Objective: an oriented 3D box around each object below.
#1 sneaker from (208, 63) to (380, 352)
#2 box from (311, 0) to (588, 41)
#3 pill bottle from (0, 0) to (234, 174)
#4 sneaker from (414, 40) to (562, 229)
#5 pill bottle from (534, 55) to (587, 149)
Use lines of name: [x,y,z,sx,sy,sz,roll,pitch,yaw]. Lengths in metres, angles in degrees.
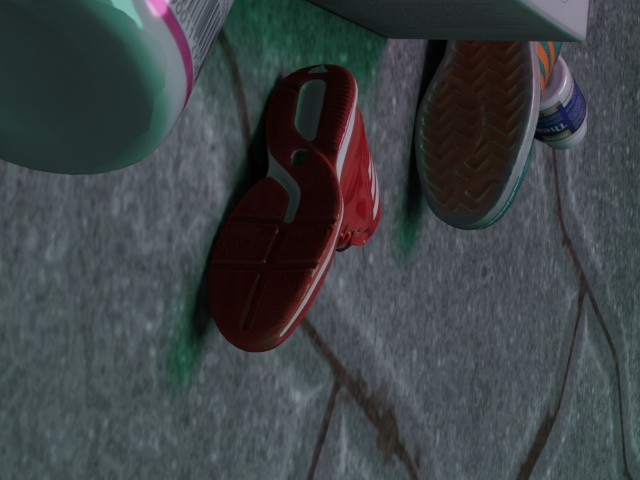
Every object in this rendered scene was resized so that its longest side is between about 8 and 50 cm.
sneaker: [0.000,0.000,1.063,0.128,0.087,0.221,59,43,-49]
box: [0.068,-0.271,1.071,0.345,0.168,0.215,9,85,-66]
pill bottle: [-0.096,-0.185,0.739,0.160,0.160,0.283,65,37,-46]
sneaker: [0.161,-0.144,1.359,0.121,0.108,0.302,33,62,-57]
pill bottle: [0.229,-0.137,1.556,0.120,0.067,0.067,43,55,-59]
